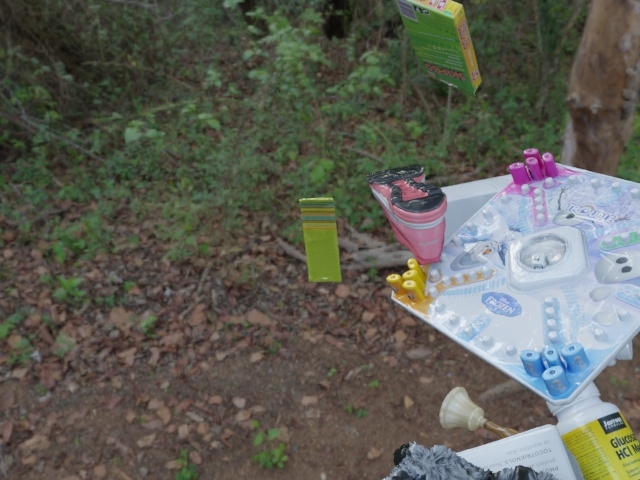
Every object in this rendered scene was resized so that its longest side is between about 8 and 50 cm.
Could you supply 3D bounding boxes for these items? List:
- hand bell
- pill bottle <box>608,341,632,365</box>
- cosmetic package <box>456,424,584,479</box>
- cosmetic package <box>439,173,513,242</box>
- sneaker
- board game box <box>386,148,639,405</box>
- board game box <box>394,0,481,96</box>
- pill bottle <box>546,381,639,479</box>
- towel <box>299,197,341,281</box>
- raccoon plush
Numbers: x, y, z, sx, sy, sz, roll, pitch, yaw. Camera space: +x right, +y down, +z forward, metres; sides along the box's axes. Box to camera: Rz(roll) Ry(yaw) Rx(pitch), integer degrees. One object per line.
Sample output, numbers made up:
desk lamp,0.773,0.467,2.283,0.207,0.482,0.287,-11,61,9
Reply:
hand bell,0.454,0.496,1.716,0.126,0.126,0.242,-25,29,-36
pill bottle,0.749,0.292,1.792,0.215,0.117,0.117,-6,24,31
cosmetic package,0.478,0.695,1.464,0.327,0.329,0.394,-23,51,16
cosmetic package,0.489,-0.059,1.829,0.385,0.217,0.156,-13,18,-1
sneaker,0.160,-0.051,1.203,0.116,0.136,0.314,-11,22,1
board game box,0.346,0.018,0.997,0.390,0.050,0.390,-41,32,-11
board game box,0.216,-0.351,1.148,0.124,0.259,0.039,34,85,27
pill bottle,0.752,0.559,1.716,0.188,0.188,0.334,-13,61,-19
towel,0.000,0.000,1.766,0.102,0.237,0.021,-1,13,25
raccoon plush,0.295,0.610,1.380,0.446,0.299,0.216,12,54,9
